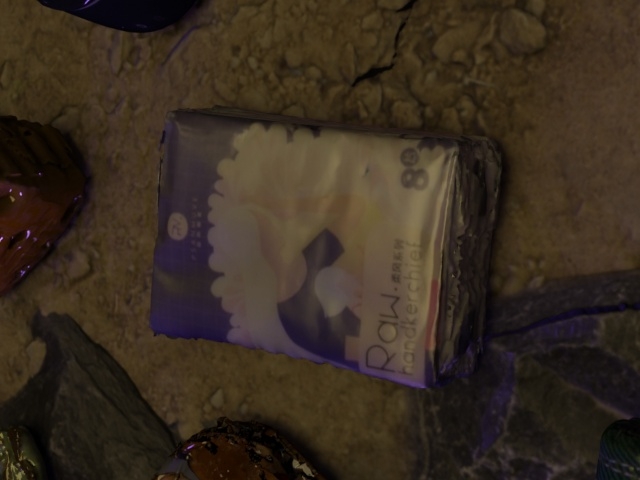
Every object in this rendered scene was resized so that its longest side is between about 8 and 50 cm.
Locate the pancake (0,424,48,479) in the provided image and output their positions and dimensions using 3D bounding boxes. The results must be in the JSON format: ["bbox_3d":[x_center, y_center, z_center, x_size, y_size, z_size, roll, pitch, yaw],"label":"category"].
[{"bbox_3d":[-0.393,0.397,1.781,0.197,0.054,0.376,24,103,26],"label":"pancake"}]

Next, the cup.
[{"bbox_3d":[-0.220,-0.334,1.565,0.169,0.177,0.223,7,97,34],"label":"cup"}]

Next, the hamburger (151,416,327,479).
[{"bbox_3d":[-0.084,0.304,1.559,0.231,0.107,0.230,4,96,35],"label":"hamburger"}]

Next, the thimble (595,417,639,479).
[{"bbox_3d":[0.310,0.212,1.307,0.135,0.118,0.090,10,99,30],"label":"thimble"}]

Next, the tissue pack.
[{"bbox_3d":[0.000,0.000,1.477,0.344,0.125,0.242,9,97,30],"label":"tissue pack"}]

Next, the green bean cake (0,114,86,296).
[{"bbox_3d":[-0.395,-0.030,1.659,0.131,0.224,0.229,49,111,20],"label":"green bean cake"}]
